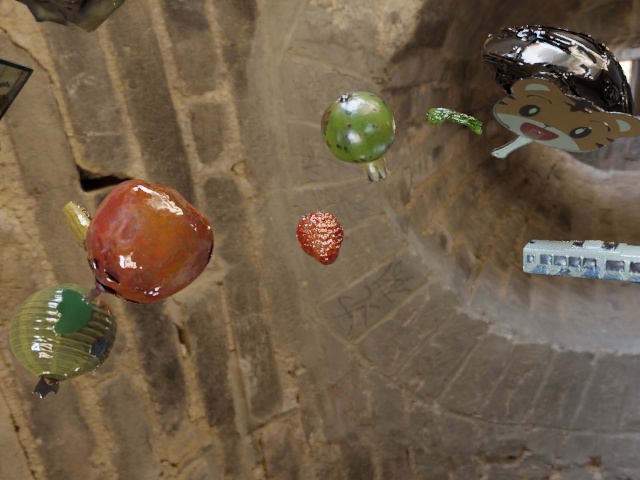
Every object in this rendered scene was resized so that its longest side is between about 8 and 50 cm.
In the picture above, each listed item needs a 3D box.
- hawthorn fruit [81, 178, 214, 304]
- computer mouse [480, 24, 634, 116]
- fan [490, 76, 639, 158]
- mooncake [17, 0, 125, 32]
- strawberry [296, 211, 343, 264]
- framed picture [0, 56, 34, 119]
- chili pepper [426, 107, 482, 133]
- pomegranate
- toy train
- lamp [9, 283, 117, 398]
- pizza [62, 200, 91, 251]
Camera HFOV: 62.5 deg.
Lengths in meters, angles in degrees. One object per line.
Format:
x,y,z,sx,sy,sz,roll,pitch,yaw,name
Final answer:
-0.404,0.029,1.181,0.307,0.276,0.276,-53,-39,-21,hawthorn fruit
0.317,-0.229,0.703,0.147,0.241,0.077,-24,-35,-20,computer mouse
0.275,-0.137,0.667,0.227,0.153,0.008,137,154,-81,fan
-0.513,-0.542,0.891,0.394,0.246,0.393,59,-135,-27,mooncake
0.000,0.000,0.757,0.083,0.074,0.073,-93,-16,-45,strawberry
-0.750,-0.268,0.976,0.016,0.265,0.347,52,-161,15,framed picture
0.209,-0.190,0.823,0.030,0.091,0.034,-65,-14,-45,chili pepper
0.106,-0.262,1.350,0.202,0.202,0.247,-59,-46,-44,pomegranate
0.335,0.026,0.581,0.043,0.208,0.047,-24,-67,-47,toy train
-0.642,0.248,1.310,0.250,0.250,0.284,54,-147,-51,lamp
-0.591,-0.039,1.311,0.058,0.246,0.127,-26,-77,-25,pizza
